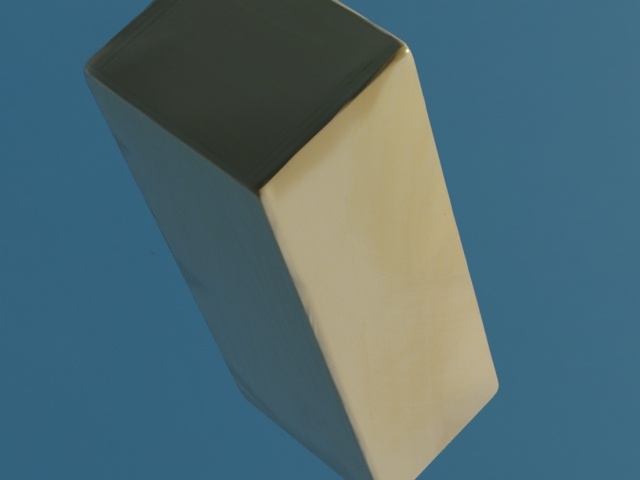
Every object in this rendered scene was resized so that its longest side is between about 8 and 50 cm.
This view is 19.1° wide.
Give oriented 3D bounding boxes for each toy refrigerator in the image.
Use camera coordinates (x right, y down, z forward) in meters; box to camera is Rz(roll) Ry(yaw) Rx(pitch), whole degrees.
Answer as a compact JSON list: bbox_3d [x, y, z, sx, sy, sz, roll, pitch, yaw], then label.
[{"bbox_3d":[0.000,0.000,0.825,0.102,0.269,0.094,35,-109,31],"label":"toy refrigerator"}]
